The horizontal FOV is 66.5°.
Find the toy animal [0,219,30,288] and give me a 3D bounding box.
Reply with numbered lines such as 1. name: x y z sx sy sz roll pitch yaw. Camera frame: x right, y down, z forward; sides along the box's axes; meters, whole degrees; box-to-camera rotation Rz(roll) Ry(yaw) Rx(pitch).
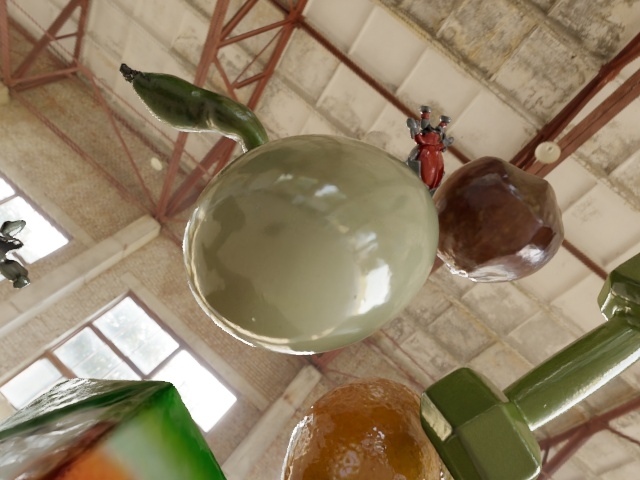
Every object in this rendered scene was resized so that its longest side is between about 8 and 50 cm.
1. toy animal: -0.259 -0.045 0.262 0.073 0.176 0.217 51 -47 39

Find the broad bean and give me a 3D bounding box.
1. broad bean: -0.149 -0.156 0.587 0.213 0.048 0.070 32 -57 6

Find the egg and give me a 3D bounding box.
1. egg: 0.000 0.000 0.431 0.186 0.241 0.186 18 -65 45

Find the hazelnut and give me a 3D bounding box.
1. hazelnut: 0.196 -0.016 0.553 0.154 0.143 0.143 31 -35 -30

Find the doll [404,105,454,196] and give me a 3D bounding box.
1. doll: 0.108 -0.082 0.508 0.039 0.057 0.114 5 -100 32

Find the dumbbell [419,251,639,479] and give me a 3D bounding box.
1. dumbbell: 0.241 0.124 0.462 0.108 0.302 0.121 54 -10 37

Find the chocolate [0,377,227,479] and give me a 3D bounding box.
1. chocolate: -0.161 0.308 0.294 0.161 0.341 0.360 -23 -83 26

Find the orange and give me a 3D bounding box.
1. orange: 0.059 0.280 0.553 0.171 0.240 0.240 6 -56 33
